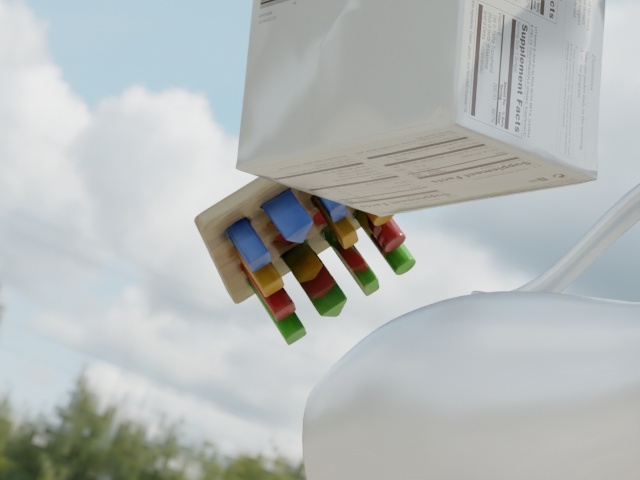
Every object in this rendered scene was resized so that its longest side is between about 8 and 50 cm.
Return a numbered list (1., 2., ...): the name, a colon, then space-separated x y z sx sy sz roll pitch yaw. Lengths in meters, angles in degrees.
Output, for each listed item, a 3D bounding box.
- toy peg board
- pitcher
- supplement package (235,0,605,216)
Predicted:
1. toy peg board: 0.000 0.000 1.578 0.079 0.161 0.160 55 -7 23
2. pitcher: 0.103 0.057 0.853 0.207 0.178 0.125 -16 -42 21
3. supplement package: 0.072 -0.167 1.331 0.145 0.262 0.204 18 -19 -41
